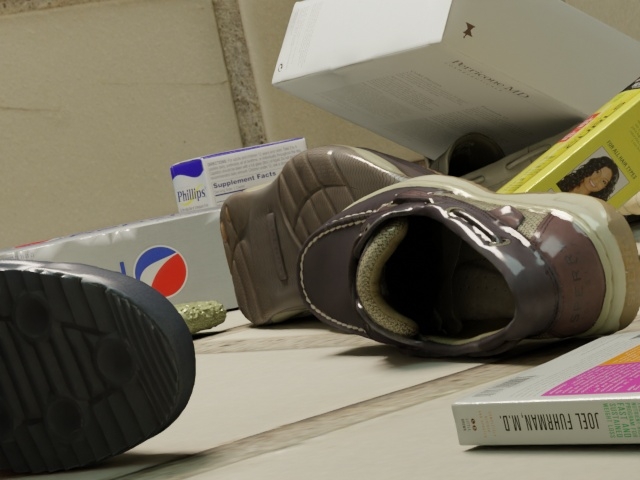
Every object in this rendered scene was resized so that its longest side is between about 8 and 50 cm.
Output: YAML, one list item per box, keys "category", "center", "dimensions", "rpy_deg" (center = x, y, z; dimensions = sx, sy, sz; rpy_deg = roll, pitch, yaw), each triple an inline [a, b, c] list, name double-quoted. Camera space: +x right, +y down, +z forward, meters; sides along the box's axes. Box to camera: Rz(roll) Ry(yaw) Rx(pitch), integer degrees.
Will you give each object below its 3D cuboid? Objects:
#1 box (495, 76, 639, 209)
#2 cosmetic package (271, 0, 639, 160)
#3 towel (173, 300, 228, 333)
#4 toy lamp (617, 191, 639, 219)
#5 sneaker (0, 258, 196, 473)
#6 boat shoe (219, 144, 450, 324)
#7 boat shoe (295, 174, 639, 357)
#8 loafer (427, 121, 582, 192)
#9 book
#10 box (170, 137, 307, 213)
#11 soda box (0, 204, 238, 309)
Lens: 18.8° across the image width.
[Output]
- category: "box"
  center: [0.208, -0.057, 1.436]
  dimensions: [0.232, 0.058, 0.087]
  rpy_deg: [-39, 8, -6]
- category: "cosmetic package"
  center: [0.188, -0.131, 1.800]
  dimensions: [0.377, 0.097, 0.284]
  rpy_deg: [23, -13, -29]
- category: "towel"
  center: [-0.154, 0.072, 1.533]
  dimensions: [0.110, 0.027, 0.148]
  rpy_deg: [-13, 2, -44]
- category: "toy lamp"
  center: [0.271, -0.035, 1.516]
  dimensions: [0.080, 0.080, 0.275]
  rpy_deg: [-12, 1, -20]
- category: "sneaker"
  center: [-0.171, 0.061, 1.028]
  dimensions: [0.319, 0.112, 0.131]
  rpy_deg: [-7, 8, 36]
- category: "boat shoe"
  center: [0.038, -0.011, 1.395]
  dimensions: [0.130, 0.132, 0.355]
  rpy_deg: [-13, 5, -22]
- category: "boat shoe"
  center: [0.060, 0.017, 1.111]
  dimensions: [0.092, 0.103, 0.285]
  rpy_deg: [-7, 6, -34]
- category: "loafer"
  center: [0.143, -0.044, 1.781]
  dimensions: [0.112, 0.111, 0.319]
  rpy_deg: [-14, 4, -44]
- category: "book"
  center: [0.134, 0.057, 0.761]
  dimensions: [0.096, 0.035, 0.144]
  rpy_deg: [-18, 6, -38]
- category: "box"
  center: [-0.071, -0.026, 1.970]
  dimensions: [0.126, 0.137, 0.072]
  rpy_deg: [-13, 3, -32]
- category: "soda box"
  center: [-0.192, 0.036, 1.722]
  dimensions: [0.286, 0.091, 0.098]
  rpy_deg: [-12, 4, -6]
